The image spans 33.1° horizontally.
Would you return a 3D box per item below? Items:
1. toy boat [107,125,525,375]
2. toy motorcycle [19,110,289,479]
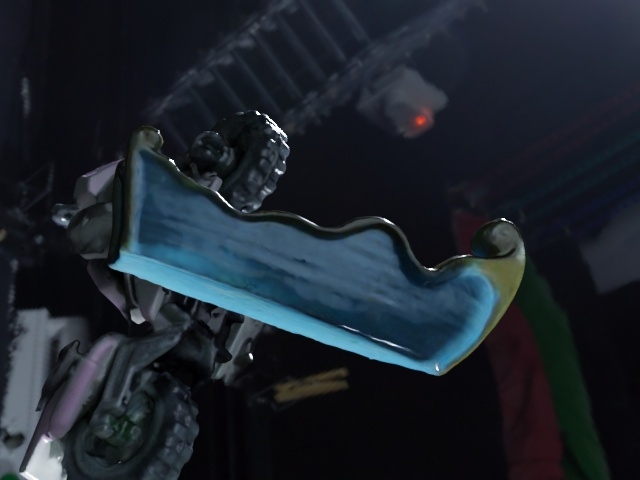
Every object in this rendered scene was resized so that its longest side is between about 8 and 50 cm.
[{"bbox_3d":[0.000,0.000,0.463,0.185,0.075,0.077,20,-104,-9],"label":"toy boat"},{"bbox_3d":[-0.135,0.042,0.812,0.143,0.188,0.327,48,-131,-43],"label":"toy motorcycle"}]
